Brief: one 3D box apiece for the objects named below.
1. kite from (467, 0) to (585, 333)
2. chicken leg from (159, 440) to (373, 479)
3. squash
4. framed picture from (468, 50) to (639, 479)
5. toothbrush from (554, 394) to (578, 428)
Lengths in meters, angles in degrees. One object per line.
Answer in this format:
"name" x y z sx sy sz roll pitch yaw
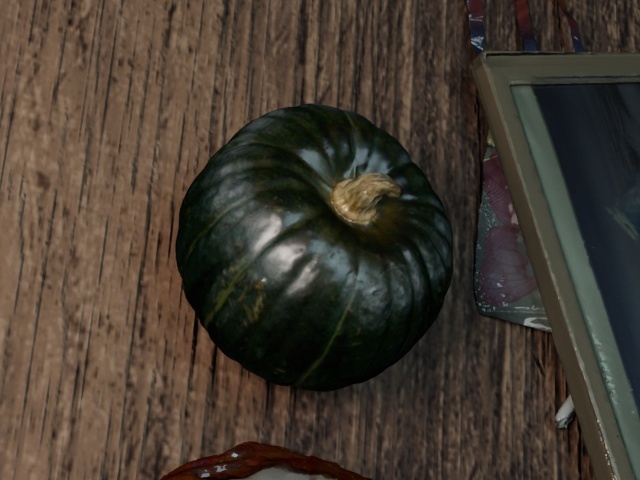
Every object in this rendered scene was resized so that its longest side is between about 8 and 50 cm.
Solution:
"kite" 0.200 -0.079 1.567 0.204 0.022 0.361 2 65 -27
"chicken leg" -0.018 0.210 1.207 0.407 0.096 0.158 -1 52 -27
"squash" -0.003 0.003 1.295 0.218 0.172 0.218 1 50 -2
"framed picture" 0.328 0.031 1.553 0.326 0.028 0.446 -5 70 -30
"toothbrush" 0.253 0.097 1.517 0.022 0.017 0.204 25 46 21
